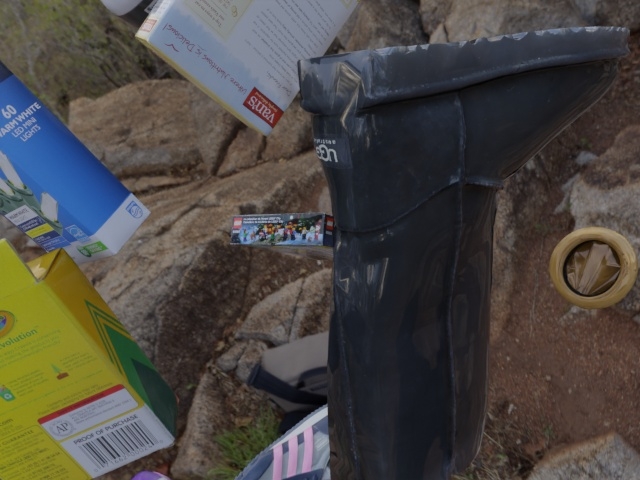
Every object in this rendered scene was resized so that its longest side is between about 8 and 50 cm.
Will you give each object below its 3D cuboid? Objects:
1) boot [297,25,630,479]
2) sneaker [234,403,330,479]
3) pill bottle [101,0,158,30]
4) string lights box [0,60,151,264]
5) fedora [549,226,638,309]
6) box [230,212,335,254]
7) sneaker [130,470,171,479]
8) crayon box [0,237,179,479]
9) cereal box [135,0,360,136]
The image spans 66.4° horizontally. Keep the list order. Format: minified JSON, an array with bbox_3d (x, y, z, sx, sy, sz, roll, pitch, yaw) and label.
[{"bbox_3d":[0.160,0.029,0.509,0.367,0.445,0.146,-17,21,-26],"label":"boot"},{"bbox_3d":[-0.047,0.458,0.961,0.319,0.112,0.131,-31,55,-28],"label":"sneaker"},{"bbox_3d":[-0.227,-0.423,0.799,0.210,0.363,0.210,-18,62,36],"label":"pill bottle"},{"bbox_3d":[-0.336,-0.088,0.550,0.133,0.259,0.076,-12,39,39],"label":"string lights box"},{"bbox_3d":[0.644,0.064,1.150,0.194,0.079,0.194,0,90,41],"label":"fedora"},{"bbox_3d":[0.000,0.000,0.753,0.159,0.233,0.044,1,83,33],"label":"box"},{"bbox_3d":[-0.192,0.261,0.325,0.104,0.095,0.236,19,53,18],"label":"sneaker"},{"bbox_3d":[-0.332,0.147,0.565,0.202,0.318,0.081,-23,29,0],"label":"crayon box"},{"bbox_3d":[-0.057,-0.258,0.524,0.240,0.173,0.047,-55,45,1],"label":"cereal box"}]
